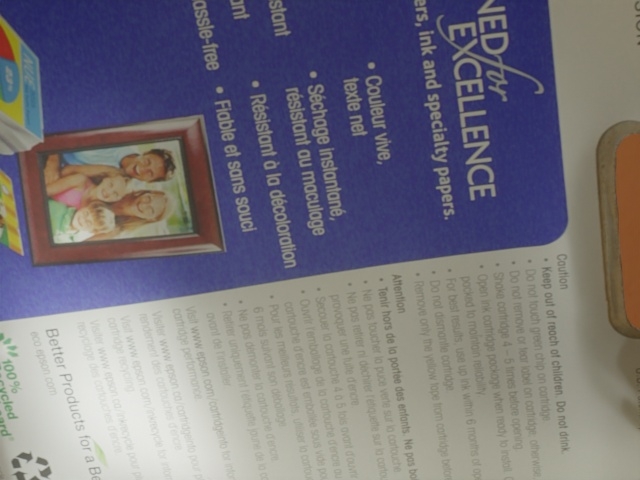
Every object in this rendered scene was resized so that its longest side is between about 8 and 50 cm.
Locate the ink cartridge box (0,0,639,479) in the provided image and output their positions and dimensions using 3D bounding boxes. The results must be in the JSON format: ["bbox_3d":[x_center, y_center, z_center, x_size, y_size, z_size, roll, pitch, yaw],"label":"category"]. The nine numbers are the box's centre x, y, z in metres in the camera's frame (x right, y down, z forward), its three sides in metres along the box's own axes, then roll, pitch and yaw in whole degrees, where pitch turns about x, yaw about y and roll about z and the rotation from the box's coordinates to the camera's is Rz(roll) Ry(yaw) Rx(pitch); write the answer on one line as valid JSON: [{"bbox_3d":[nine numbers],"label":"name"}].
[{"bbox_3d":[0.000,0.000,0.510,0.307,0.304,0.072,-8,-153,4],"label":"ink cartridge box"}]
